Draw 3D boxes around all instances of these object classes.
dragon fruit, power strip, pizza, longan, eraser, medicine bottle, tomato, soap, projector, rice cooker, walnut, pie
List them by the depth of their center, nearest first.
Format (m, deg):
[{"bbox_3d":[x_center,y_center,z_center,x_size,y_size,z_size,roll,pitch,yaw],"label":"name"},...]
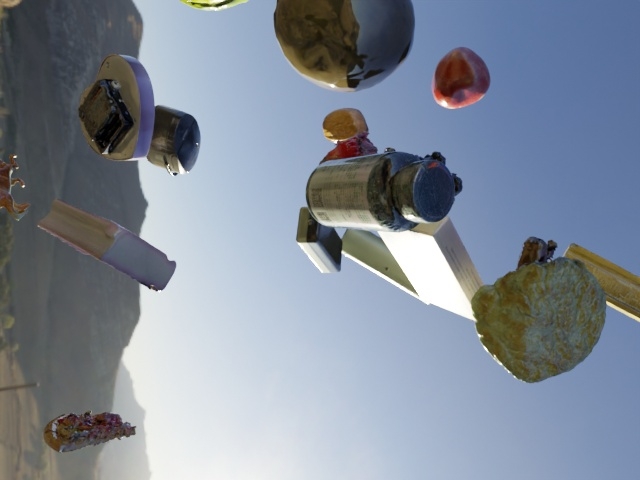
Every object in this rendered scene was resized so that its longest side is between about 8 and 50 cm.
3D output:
[{"bbox_3d":[0.101,-0.087,0.848,0.293,0.141,0.141,7,-78,57],"label":"medicine bottle"},{"bbox_3d":[-0.315,-0.210,0.977,0.165,0.106,0.112,123,-14,-64],"label":"rice cooker"},{"bbox_3d":[0.469,0.157,0.984,0.257,0.274,0.105,43,3,4],"label":"pie"},{"bbox_3d":[-0.524,0.424,1.060,0.201,0.193,0.053,-4,-102,54],"label":"pizza"},{"bbox_3d":[0.698,0.104,1.112,0.092,0.252,0.037,-60,168,0],"label":"soap"},{"bbox_3d":[0.000,0.000,1.264,0.257,0.070,0.105,57,34,-62],"label":"power strip"},{"bbox_3d":[0.072,-0.600,1.307,0.336,0.404,0.405,110,-35,-57],"label":"longan"},{"bbox_3d":[0.215,0.069,1.434,0.337,0.108,0.108,31,-43,6],"label":"projector"},{"bbox_3d":[0.427,-0.505,1.435,0.187,0.151,0.187,-1,-93,26],"label":"tomato"},{"bbox_3d":[-0.660,0.015,1.448,0.359,0.272,0.122,17,-110,33],"label":"eraser"},{"bbox_3d":[0.096,-0.243,1.493,0.147,0.282,0.211,50,-9,24],"label":"dragon fruit"},{"bbox_3d":[0.091,-0.433,1.758,0.180,0.144,0.144,0,-84,27],"label":"walnut"}]

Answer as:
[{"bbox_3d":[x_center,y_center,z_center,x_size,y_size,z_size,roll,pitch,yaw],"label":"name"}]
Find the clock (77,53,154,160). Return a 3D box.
[{"bbox_3d":[-0.367,-0.218,0.817,0.198,0.064,0.172,-32,-99,36],"label":"clock"}]

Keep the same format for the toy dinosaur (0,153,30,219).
[{"bbox_3d":[-0.653,-0.100,0.922,0.057,0.142,0.212,-25,-145,21],"label":"toy dinosaur"}]

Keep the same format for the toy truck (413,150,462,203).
[{"bbox_3d":[0.329,-0.176,1.494,0.177,0.161,0.213,-45,-109,42],"label":"toy truck"}]

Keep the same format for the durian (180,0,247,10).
[{"bbox_3d":[-0.199,-0.493,0.836,0.101,0.250,0.139,-67,151,-55],"label":"durian"}]

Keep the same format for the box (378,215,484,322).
[{"bbox_3d":[0.282,0.059,1.147,0.200,0.065,0.343,19,-27,50],"label":"box"}]
